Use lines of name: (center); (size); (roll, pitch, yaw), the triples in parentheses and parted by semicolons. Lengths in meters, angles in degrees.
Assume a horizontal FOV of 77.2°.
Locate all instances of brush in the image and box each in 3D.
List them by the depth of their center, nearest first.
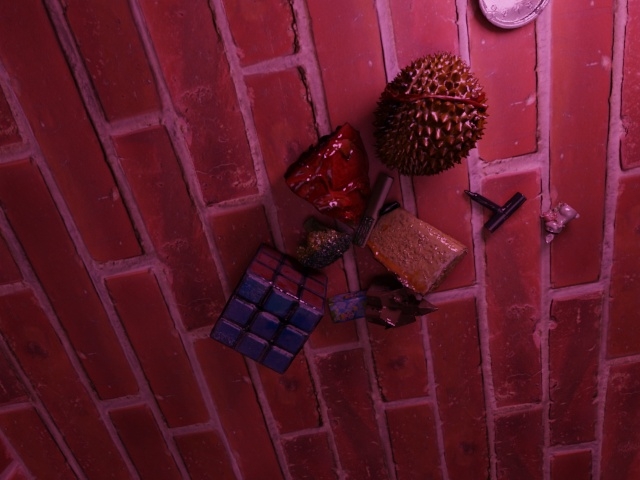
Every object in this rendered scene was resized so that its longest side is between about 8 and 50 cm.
brush: (0.185, -0.103, 1.442); (0.054, 0.048, 0.282); (26, 107, 13)

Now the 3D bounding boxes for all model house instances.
model house: (0.307, 0.251, 1.480); (0.248, 0.176, 0.180); (0, 128, 38)

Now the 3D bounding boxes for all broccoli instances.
broccoli: (0.000, 0.000, 1.465); (0.220, 0.194, 0.194); (-35, 108, -8)

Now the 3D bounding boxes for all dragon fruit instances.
dragon fruit: (0.082, -0.191, 1.347); (0.286, 0.228, 0.329); (-36, 105, 11)

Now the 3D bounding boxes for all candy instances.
candy: (0.131, 0.263, 1.608); (0.195, 0.062, 0.097); (-13, 109, 5)

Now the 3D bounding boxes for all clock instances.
clock: (0.588, -0.774, 1.218); (0.237, 0.053, 0.236); (0, 113, 1)

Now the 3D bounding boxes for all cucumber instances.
cucumber: (0.227, -0.109, 1.465); (0.135, 0.034, 0.033); (-18, 144, 24)

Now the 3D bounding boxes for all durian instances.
durian: (0.335, -0.380, 1.240); (0.348, 0.347, 0.384); (6, 142, -3)

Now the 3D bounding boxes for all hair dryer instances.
hair dryer: (0.626, -0.150, 1.466); (0.195, 0.050, 0.173); (40, 103, -11)

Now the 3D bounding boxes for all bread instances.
bread: (0.366, 0.041, 1.525); (0.315, 0.279, 0.248); (45, 109, 29)

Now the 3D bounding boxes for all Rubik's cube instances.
Rubik's cube: (-0.175, 0.236, 1.458); (0.305, 0.303, 0.300); (31, 108, -5)

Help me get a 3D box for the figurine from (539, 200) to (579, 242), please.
figurine: (0.866, -0.072, 1.491); (0.146, 0.081, 0.098); (-49, 60, 21)
